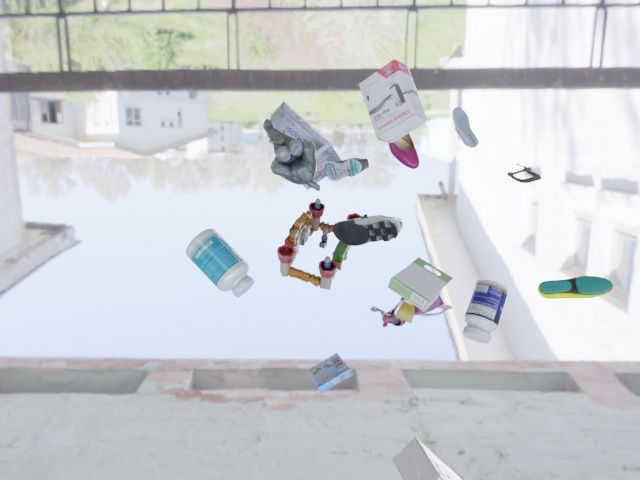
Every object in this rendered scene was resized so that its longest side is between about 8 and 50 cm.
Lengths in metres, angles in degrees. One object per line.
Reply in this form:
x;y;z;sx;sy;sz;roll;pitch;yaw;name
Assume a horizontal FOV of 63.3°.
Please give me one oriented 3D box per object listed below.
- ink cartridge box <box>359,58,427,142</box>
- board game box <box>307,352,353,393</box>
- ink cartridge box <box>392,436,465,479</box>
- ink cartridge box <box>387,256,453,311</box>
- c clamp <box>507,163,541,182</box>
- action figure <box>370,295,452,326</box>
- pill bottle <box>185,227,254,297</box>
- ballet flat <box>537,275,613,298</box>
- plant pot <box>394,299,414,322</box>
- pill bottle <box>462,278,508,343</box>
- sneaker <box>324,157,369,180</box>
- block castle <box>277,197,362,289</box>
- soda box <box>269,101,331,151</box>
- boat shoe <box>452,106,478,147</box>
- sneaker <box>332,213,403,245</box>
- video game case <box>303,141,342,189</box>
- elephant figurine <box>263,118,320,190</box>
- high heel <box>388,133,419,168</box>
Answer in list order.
0.238;-0.457;1.720;0.158;0.218;0.092;-27;163;35;ink cartridge box
0.040;0.585;2.310;0.160;0.039;0.211;-28;-168;-9;board game box
0.422;0.842;1.733;0.353;0.119;0.207;44;-178;-20;ink cartridge box
0.390;0.164;2.016;0.171;0.056;0.235;33;-146;23;ink cartridge box
0.826;-0.274;2.127;0.137;0.022;0.160;21;171;-7;c clamp
0.440;0.361;2.657;0.370;0.276;0.248;-32;167;-37;action figure
-0.369;0.090;1.948;0.264;0.146;0.146;45;-157;10;pill bottle
0.861;0.166;1.763;0.231;0.077;0.077;-5;145;21;ballet flat
0.401;0.326;2.434;0.081;0.083;0.081;21;-169;1;plant pot
0.745;0.324;2.368;0.153;0.265;0.153;22;164;7;pill bottle
0.081;-0.218;1.569;0.076;0.065;0.166;-23;-162;-37;sneaker
0.000;0.000;2.541;0.303;0.213;0.453;19;-135;14;block castle
-0.085;-0.460;2.240;0.286;0.091;0.098;37;-150;-24;soda box
0.708;-0.560;2.606;0.083;0.226;0.076;-34;-163;-14;boat shoe
0.221;-0.055;2.367;0.330;0.122;0.146;1;-158;28;sneaker
-0.011;-0.313;2.214;0.201;0.023;0.183;-37;154;6;video game case
-0.101;-0.291;1.751;0.169;0.186;0.239;1;-158;-19;elephant figurine
0.403;-0.543;2.599;0.127;0.377;0.181;-28;167;-22;high heel
